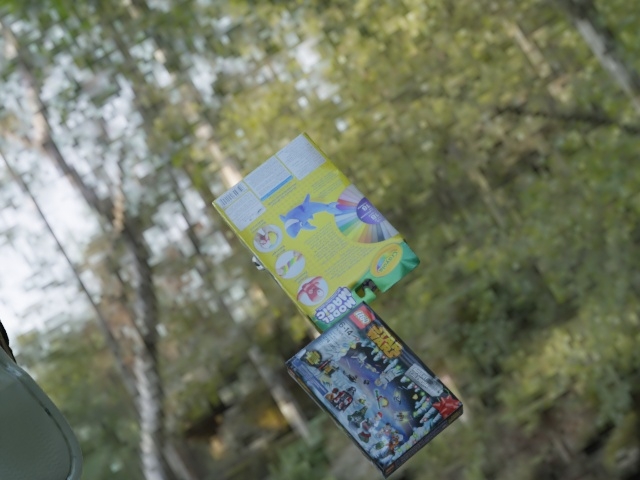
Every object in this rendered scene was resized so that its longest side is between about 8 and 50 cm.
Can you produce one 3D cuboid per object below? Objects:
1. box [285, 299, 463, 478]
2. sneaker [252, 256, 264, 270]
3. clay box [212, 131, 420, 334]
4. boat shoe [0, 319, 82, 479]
[{"bbox_3d":[0.048,0.131,1.480,0.094,0.137,0.027,-39,-24,-13],"label":"box"},{"bbox_3d":[-0.071,0.011,2.238,0.040,0.044,0.109,-47,8,-20],"label":"sneaker"},{"bbox_3d":[0.000,0.000,1.719,0.127,0.222,0.053,-38,-35,-4],"label":"clay box"},{"bbox_3d":[-0.324,0.095,1.405,0.127,0.340,0.113,-35,-9,-33],"label":"boat shoe"}]
